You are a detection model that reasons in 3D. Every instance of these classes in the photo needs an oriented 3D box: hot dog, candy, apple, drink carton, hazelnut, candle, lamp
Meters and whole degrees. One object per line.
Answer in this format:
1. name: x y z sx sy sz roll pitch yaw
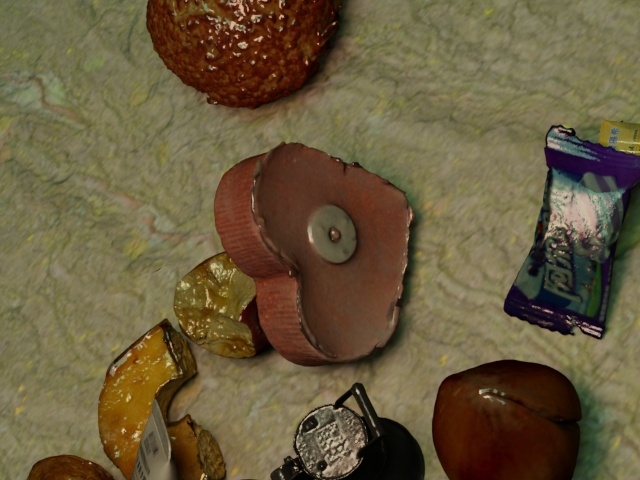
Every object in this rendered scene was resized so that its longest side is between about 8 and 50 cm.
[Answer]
1. hot dog: -0.353 0.407 1.736 0.175 0.114 0.259 -65 24 7
2. candy: 0.343 -0.009 1.648 0.145 0.070 0.275 17 97 27
3. apple: -0.126 0.087 1.776 0.158 0.147 0.156 9 106 33
4. drink carton: 0.429 -0.122 1.678 0.200 0.074 0.084 7 73 22
5. hazelnut: 0.233 0.233 1.543 0.208 0.208 0.208 -7 68 19
6. candle: 0.000 0.000 1.708 0.287 0.317 0.131 -37 18 -36
7. lamp: 0.029 0.281 1.589 0.172 0.227 0.147 -30 63 8

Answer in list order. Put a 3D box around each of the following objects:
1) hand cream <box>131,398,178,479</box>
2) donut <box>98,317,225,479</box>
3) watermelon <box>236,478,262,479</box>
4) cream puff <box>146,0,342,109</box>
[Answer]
1. hand cream: -0.232 0.377 1.650 0.089 0.314 0.139 0 22 -17
2. donut: -0.242 0.258 1.776 0.152 0.101 0.259 -24 65 13
3. watermelon: -0.092 0.417 1.597 0.212 0.212 0.212 -7 68 19
4. cream puff: -0.125 -0.380 1.909 0.351 0.229 0.350 -6 71 18
